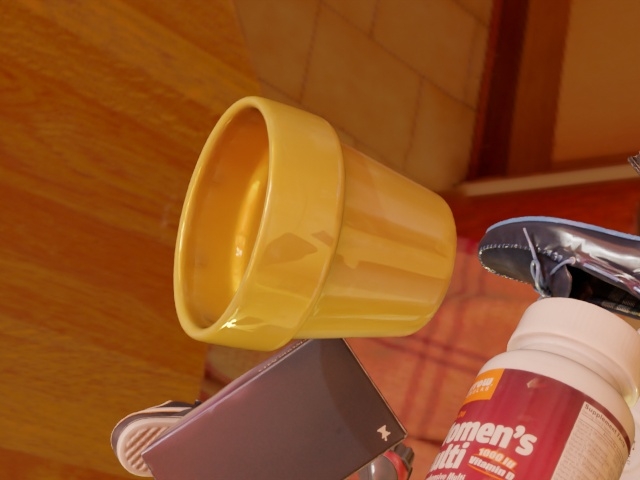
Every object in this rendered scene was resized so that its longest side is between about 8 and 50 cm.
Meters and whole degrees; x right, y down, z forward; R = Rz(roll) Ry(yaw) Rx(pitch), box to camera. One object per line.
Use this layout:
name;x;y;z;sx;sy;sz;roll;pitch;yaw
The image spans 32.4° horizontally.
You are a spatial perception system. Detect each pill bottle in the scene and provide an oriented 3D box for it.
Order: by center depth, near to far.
pill bottle;0.148;0.155;0.775;0.121;0.121;0.221;51;55;-31

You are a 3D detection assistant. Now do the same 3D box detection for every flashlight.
flashlight;0.077;0.457;1.900;0.304;0.103;0.103;-49;152;-57

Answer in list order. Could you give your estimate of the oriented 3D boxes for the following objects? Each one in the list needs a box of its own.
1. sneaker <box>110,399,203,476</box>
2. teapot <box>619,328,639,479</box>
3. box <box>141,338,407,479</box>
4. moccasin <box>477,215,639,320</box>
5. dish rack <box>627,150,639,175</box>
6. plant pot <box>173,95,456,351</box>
sneaker;-0.178;0.322;1.770;0.321;0.127;0.126;12;91;-24
teapot;0.415;0.233;1.329;0.187;0.256;0.253;-2;49;-41
box;-0.059;0.261;1.492;0.296;0.294;0.183;-34;88;-4
moccasin;0.362;0.046;1.550;0.138;0.342;0.117;49;59;-40
dish rack;0.463;-0.033;1.267;0.208;0.074;0.271;54;20;12
plant pot;0.000;0.000;1.159;0.239;0.254;0.254;13;76;-25
